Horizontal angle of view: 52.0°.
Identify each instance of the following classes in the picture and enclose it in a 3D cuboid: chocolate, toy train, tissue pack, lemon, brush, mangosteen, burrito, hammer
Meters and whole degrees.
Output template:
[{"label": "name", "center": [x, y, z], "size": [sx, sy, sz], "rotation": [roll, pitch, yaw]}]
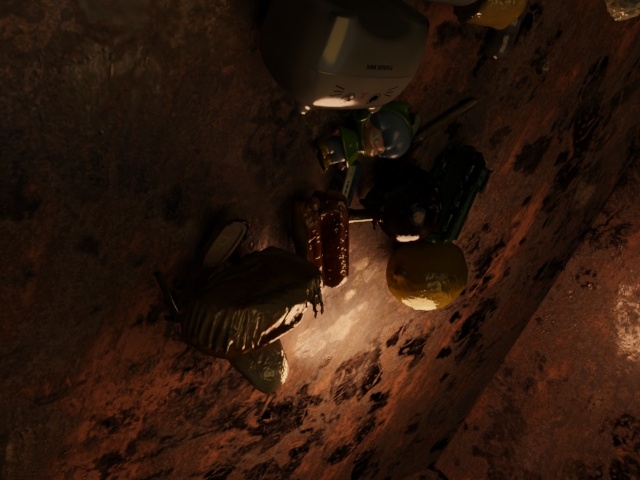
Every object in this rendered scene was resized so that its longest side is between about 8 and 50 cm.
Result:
[{"label": "chocolate", "center": [0.512, -0.582, 1.832], "size": [0.072, 0.072, 0.167], "rotation": [-14, 135, -39]}, {"label": "toy train", "center": [0.425, -0.135, 2.069], "size": [0.178, 0.138, 0.330], "rotation": [16, 98, -56]}, {"label": "tissue pack", "center": [0.044, -0.398, 1.368], "size": [0.333, 0.229, 0.236], "rotation": [-10, 136, -40]}, {"label": "lemon", "center": [0.351, 0.108, 2.169], "size": [0.260, 0.260, 0.284], "rotation": [-58, 159, 14]}, {"label": "brush", "center": [-0.277, 0.049, 1.617], "size": [0.072, 0.067, 0.313], "rotation": [15, 124, -38]}, {"label": "mangosteen", "center": [0.205, -0.101, 1.881], "size": [0.289, 0.231, 0.231], "rotation": [-7, 145, 13]}, {"label": "burrito", "center": [0.238, -0.304, 1.832], "size": [0.074, 0.044, 0.118], "rotation": [13, 118, -47]}, {"label": "toy train", "center": [0.057, -0.118, 1.809], "size": [0.051, 0.052, 0.234], "rotation": [-13, 133, -35]}, {"label": "hammer", "center": [-0.376, 0.142, 1.616], "size": [0.062, 0.017, 0.182], "rotation": [-16, 133, -3]}]

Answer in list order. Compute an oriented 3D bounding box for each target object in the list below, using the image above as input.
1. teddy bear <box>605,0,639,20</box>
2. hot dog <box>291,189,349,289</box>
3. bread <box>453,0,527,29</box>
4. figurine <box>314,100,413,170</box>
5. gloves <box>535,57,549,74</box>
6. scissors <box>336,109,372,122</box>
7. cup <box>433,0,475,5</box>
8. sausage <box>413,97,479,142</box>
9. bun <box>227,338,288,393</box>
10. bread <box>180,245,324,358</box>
[{"label": "teddy bear", "center": [0.731, -0.767, 1.689], "size": [0.327, 0.375, 0.362], "rotation": [-37, 174, 36]}, {"label": "hot dog", "center": [0.000, 0.000, 1.805], "size": [0.158, 0.117, 0.349], "rotation": [-18, 136, -12]}, {"label": "bread", "center": [0.416, -0.616, 1.615], "size": [0.170, 0.197, 0.197], "rotation": [-10, 131, -25]}, {"label": "figurine", "center": [0.115, -0.264, 1.668], "size": [0.263, 0.143, 0.162], "rotation": [-22, 134, -7]}, {"label": "gloves", "center": [0.707, -0.555, 2.094], "size": [0.081, 0.037, 0.044], "rotation": [-38, 171, -31]}, {"label": "scissors", "center": [0.111, -0.390, 1.588], "size": [0.027, 0.101, 0.204], "rotation": [13, 101, -63]}, {"label": "cup", "center": [0.211, -0.611, 1.366], "size": [0.312, 0.205, 0.205], "rotation": [-10, 130, -40]}, {"label": "sausage", "center": [0.371, -0.356, 1.931], "size": [0.269, 0.033, 0.033], "rotation": [-34, 143, -20]}, {"label": "bun", "center": [-0.183, 0.310, 1.844], "size": [0.153, 0.244, 0.244], "rotation": [-48, 147, -18]}, {"label": "bread", "center": [-0.170, 0.153, 1.645], "size": [0.388, 0.236, 0.183], "rotation": [-19, 135, -45]}]
